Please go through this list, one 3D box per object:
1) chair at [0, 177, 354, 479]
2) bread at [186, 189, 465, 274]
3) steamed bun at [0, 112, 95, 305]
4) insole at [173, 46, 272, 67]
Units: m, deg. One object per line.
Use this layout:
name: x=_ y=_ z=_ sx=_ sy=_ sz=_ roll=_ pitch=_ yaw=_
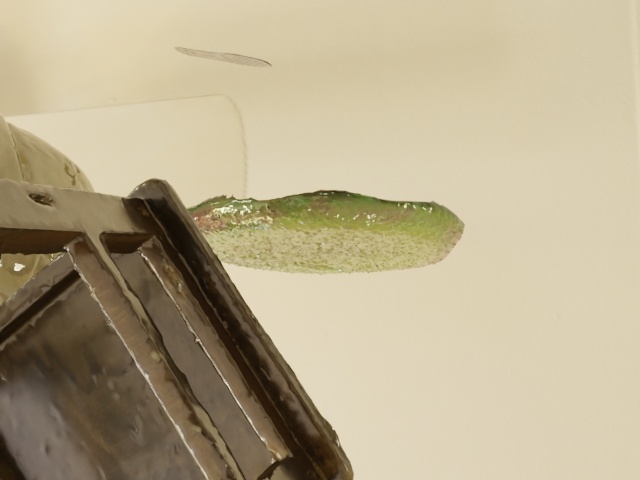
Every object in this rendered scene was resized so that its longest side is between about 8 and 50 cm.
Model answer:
chair: x=-0.116 y=0.105 z=0.537 sx=0.240 sy=0.416 sz=0.203 roll=-37 pitch=-99 yaw=16
bread: x=0.000 y=0.000 z=0.730 sx=0.228 sy=0.228 sz=0.033 roll=-2 pitch=-101 yaw=13
steamed bun: x=-0.394 y=-0.025 z=0.752 sx=0.383 sy=0.247 sz=0.236 roll=-2 pitch=-46 yaw=6
insole: x=-0.114 y=-0.213 z=1.085 sx=0.135 sy=0.045 sz=0.002 roll=14 pitch=-93 yaw=26
